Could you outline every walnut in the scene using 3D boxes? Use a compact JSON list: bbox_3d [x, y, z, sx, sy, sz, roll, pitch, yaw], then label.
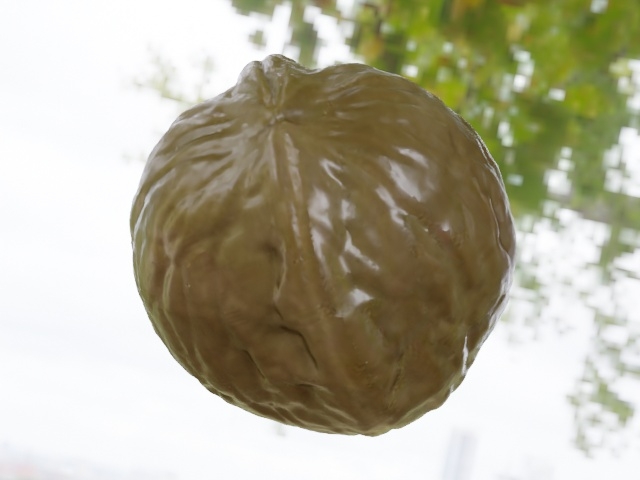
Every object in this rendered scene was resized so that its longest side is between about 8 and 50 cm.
[{"bbox_3d":[0.000,0.000,1.137,0.228,0.228,0.228,12,-7,2],"label":"walnut"}]
